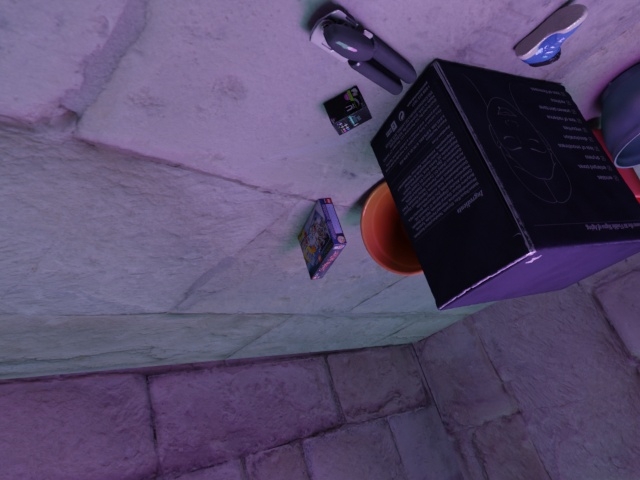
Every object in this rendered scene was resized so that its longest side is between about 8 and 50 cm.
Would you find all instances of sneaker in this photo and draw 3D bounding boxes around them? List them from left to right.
[{"bbox_3d":[0.512,-0.438,1.008,0.084,0.058,0.152,12,146,-39],"label":"sneaker"}]

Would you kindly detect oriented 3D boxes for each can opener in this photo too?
[{"bbox_3d":[0.094,-0.337,0.881,0.076,0.095,0.283,-35,151,33],"label":"can opener"}]

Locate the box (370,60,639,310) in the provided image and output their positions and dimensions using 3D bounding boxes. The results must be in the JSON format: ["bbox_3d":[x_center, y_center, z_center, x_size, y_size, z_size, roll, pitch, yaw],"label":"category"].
[{"bbox_3d":[0.449,-0.126,1.119,0.479,0.472,0.297,-3,151,-30],"label":"box"}]

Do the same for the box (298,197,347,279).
[{"bbox_3d":[0.000,0.000,1.436,0.044,0.159,0.233,-7,153,-24],"label":"box"}]

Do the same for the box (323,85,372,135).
[{"bbox_3d":[0.060,-0.282,1.010,0.083,0.062,0.052,-25,156,14],"label":"box"}]

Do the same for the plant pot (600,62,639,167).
[{"bbox_3d":[0.909,-0.367,1.275,0.292,0.196,0.293,-15,156,-7],"label":"plant pot"}]

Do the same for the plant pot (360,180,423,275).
[{"bbox_3d":[0.296,-0.052,1.433,0.290,0.291,0.203,-35,167,32],"label":"plant pot"}]

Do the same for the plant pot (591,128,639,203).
[{"bbox_3d":[0.851,-0.201,1.475,0.274,0.243,0.275,-6,165,-2],"label":"plant pot"}]
